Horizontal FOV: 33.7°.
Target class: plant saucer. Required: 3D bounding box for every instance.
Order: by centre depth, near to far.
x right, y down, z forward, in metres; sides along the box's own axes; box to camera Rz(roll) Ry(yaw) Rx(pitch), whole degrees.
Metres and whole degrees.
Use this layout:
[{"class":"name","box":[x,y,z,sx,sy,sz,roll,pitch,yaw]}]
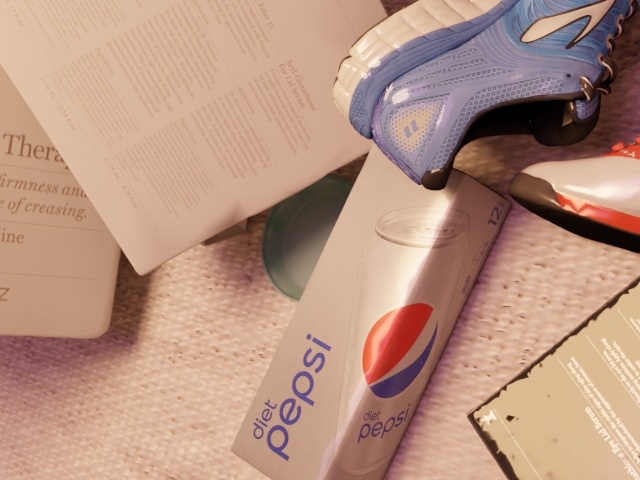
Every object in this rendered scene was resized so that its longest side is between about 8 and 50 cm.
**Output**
[{"class":"plant saucer","box":[0.000,0.000,0.954,0.119,0.021,0.119,-10,71,33]}]

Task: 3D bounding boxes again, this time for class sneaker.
[{"class":"sneaker","box":[0.276,-0.058,0.741,0.270,0.090,0.145,16,85,33]},{"class":"sneaker","box":[0.179,-0.148,0.794,0.330,0.130,0.147,-34,78,-2]}]

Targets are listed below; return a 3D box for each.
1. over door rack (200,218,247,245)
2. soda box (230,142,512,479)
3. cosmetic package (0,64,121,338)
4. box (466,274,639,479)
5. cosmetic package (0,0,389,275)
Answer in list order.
[{"class":"over door rack","box":[-0.096,-0.192,1.036,0.239,0.108,0.324,37,113,37]},{"class":"soda box","box":[0.042,0.070,0.861,0.098,0.091,0.286,27,93,36]},{"class":"cosmetic package","box":[-0.394,-0.132,1.011,0.327,0.329,0.393,12,94,47]},{"class":"box","box":[0.248,0.169,0.685,0.184,0.103,0.261,-41,58,15]},{"class":"cosmetic package","box":[-0.116,-0.199,0.843,0.284,0.377,0.097,-27,24,4]}]
